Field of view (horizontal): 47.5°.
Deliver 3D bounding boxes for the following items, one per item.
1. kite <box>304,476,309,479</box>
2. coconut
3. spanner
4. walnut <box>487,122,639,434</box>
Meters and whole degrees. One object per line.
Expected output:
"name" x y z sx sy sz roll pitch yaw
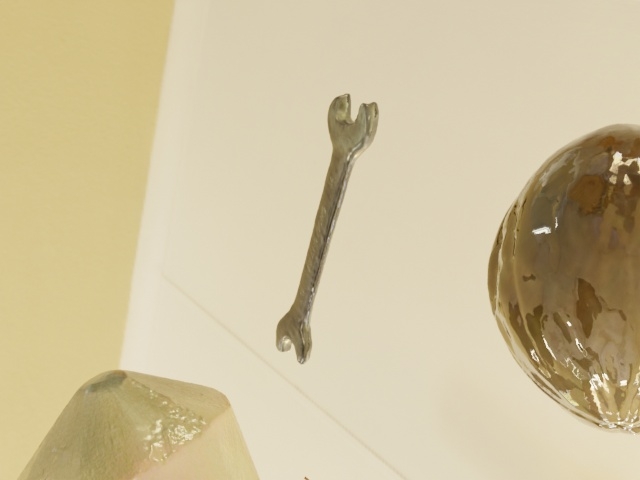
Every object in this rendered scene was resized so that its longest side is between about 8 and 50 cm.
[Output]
"kite" 0.047 0.242 0.576 0.159 0.010 0.190 37 -15 12
"coconut" -0.113 0.157 0.472 0.147 0.147 0.152 -15 -77 48
"spanner" 0.000 0.000 0.595 0.054 0.015 0.254 45 -49 41
"walnut" 0.159 0.018 0.387 0.140 0.140 0.162 9 -114 47
